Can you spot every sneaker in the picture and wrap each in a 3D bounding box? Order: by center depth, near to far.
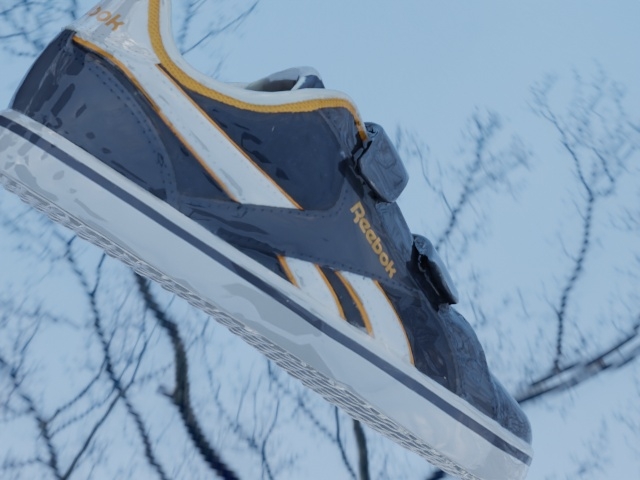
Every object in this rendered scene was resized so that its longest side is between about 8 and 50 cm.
[{"bbox_3d":[0.000,0.000,0.888,0.321,0.126,0.127,36,-100,-23],"label":"sneaker"}]
